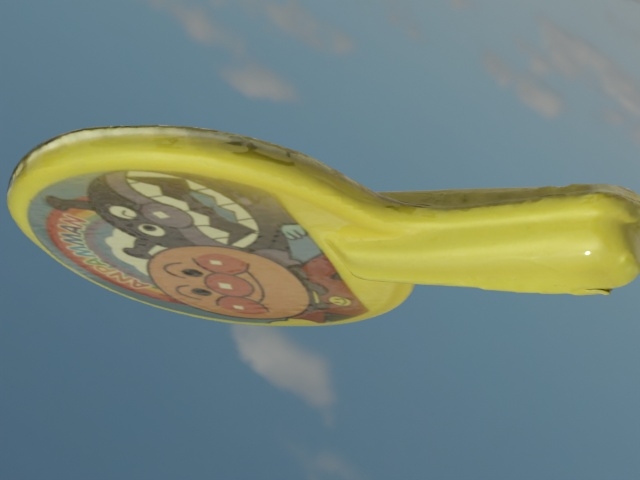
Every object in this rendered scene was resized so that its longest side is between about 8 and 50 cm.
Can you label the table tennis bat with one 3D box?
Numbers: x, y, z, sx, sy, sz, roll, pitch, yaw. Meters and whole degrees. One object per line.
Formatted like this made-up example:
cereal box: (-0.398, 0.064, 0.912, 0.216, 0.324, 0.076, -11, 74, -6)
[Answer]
table tennis bat: (0.000, 0.000, 1.027, 0.369, 0.054, 0.224, 0, 153, 24)
